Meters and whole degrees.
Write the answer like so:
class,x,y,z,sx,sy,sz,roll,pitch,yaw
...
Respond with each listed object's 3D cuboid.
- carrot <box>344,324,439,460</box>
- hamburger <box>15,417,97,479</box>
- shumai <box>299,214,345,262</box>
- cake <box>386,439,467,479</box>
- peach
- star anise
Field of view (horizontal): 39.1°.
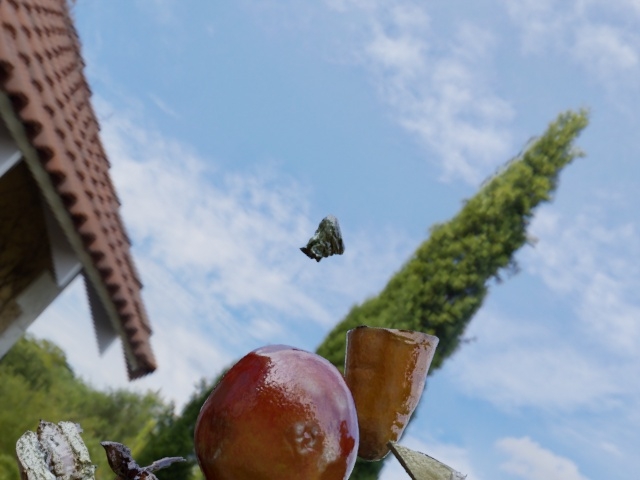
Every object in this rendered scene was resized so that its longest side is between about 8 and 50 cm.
class,x,y,z,sx,sy,sz,roll,pitch,yaw
carrot,0.104,0.264,1.541,0.159,0.225,0.159,12,-15,3
hamburger,-0.579,0.548,1.996,0.282,0.155,0.245,13,-73,60
shumai,0.000,0.000,1.604,0.083,0.080,0.082,74,2,-78
cake,0.136,0.322,1.251,0.121,0.065,0.052,28,-18,18
peach,-0.062,0.262,1.267,0.243,0.243,0.199,44,-2,-10
star anise,-0.351,0.455,1.838,0.158,0.144,0.140,34,-32,23
